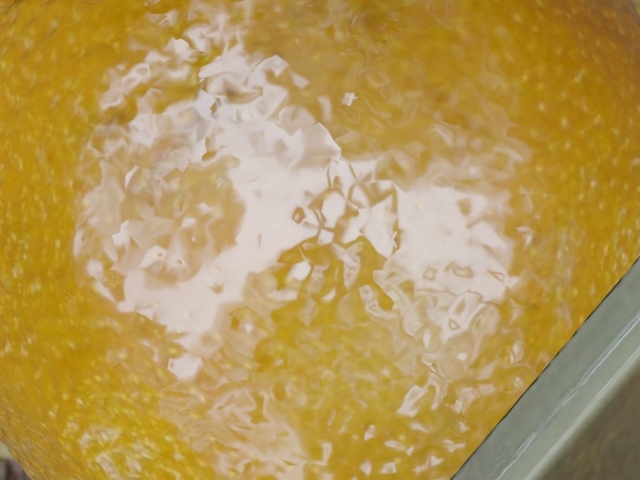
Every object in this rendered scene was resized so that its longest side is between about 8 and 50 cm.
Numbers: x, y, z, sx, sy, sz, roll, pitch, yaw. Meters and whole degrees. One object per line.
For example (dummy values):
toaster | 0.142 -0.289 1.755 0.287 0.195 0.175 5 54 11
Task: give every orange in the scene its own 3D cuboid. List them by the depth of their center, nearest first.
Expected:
orange | 0.000 0.000 0.649 0.264 0.264 0.264 -1 103 -5

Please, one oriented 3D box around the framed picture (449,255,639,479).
framed picture | 0.061 0.154 0.272 0.024 0.315 0.232 16 127 -28
